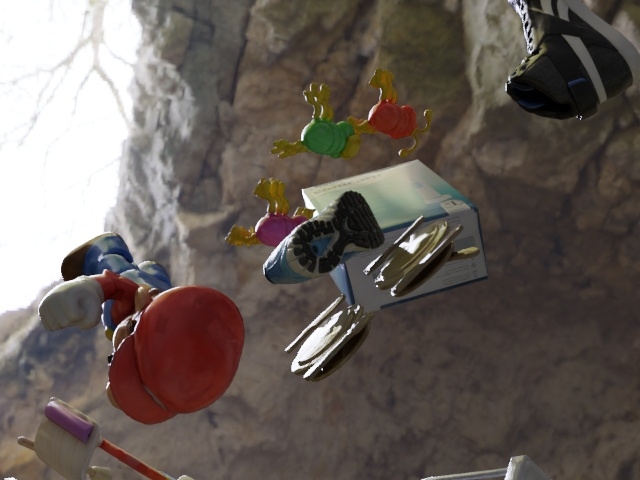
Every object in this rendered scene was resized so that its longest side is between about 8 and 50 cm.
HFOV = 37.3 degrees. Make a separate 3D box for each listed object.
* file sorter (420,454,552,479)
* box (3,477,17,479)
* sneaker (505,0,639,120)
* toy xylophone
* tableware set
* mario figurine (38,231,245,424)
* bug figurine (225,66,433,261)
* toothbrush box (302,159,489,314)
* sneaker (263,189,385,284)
[{"bbox_3d":[0.166,0.396,0.965,0.193,0.173,0.278,44,-130,-23],"label":"file sorter"},{"bbox_3d":[-0.350,0.404,1.143,0.201,0.164,0.021,19,179,38],"label":"box"},{"bbox_3d":[0.236,-0.212,1.036,0.121,0.079,0.217,-34,-133,-2],"label":"sneaker"},{"bbox_3d":[-0.281,0.317,1.316,0.236,0.323,0.081,20,-109,34],"label":"toy xylophone"},{"bbox_3d":[0.054,0.060,0.859,0.039,0.194,0.128,46,177,-11],"label":"tableware set"},{"bbox_3d":[-0.198,0.102,0.979,0.198,0.170,0.320,0,-166,-24],"label":"mario figurine"},{"bbox_3d":[0.010,-0.062,1.084,0.072,0.279,0.216,39,-159,25],"label":"bug figurine"},{"bbox_3d":[0.109,-0.015,1.514,0.216,0.126,0.295,-15,-158,-8],"label":"toothbrush box"},{"bbox_3d":[0.000,0.000,0.910,0.162,0.073,0.063,-24,-93,-53],"label":"sneaker"}]
